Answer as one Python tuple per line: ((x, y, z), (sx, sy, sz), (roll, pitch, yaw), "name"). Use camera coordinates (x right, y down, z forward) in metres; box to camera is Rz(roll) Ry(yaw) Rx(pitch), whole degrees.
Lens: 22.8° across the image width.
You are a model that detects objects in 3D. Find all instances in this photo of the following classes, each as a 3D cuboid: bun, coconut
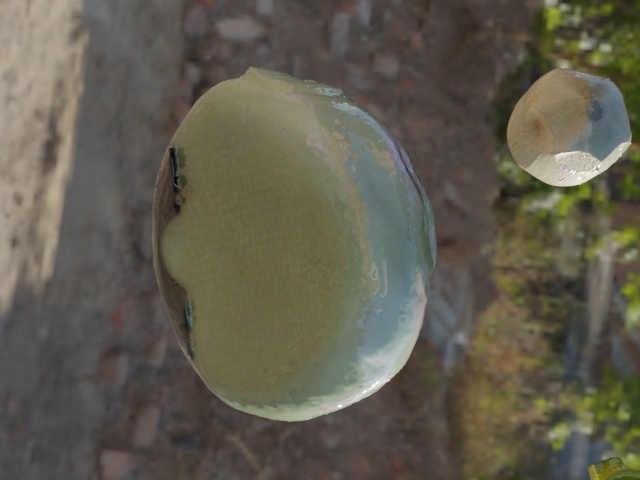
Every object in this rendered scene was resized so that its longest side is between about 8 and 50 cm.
((0.000, 0.000, 1.320), (0.187, 0.293, 0.293), (-14, 118, -43), "bun")
((0.348, -0.159, 2.187), (0.162, 0.161, 0.161), (149, -46, -67), "coconut")

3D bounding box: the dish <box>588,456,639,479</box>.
((0.326, 0.357, 1.573), (0.108, 0.262, 0.221), (-49, -172, 50), "dish")
